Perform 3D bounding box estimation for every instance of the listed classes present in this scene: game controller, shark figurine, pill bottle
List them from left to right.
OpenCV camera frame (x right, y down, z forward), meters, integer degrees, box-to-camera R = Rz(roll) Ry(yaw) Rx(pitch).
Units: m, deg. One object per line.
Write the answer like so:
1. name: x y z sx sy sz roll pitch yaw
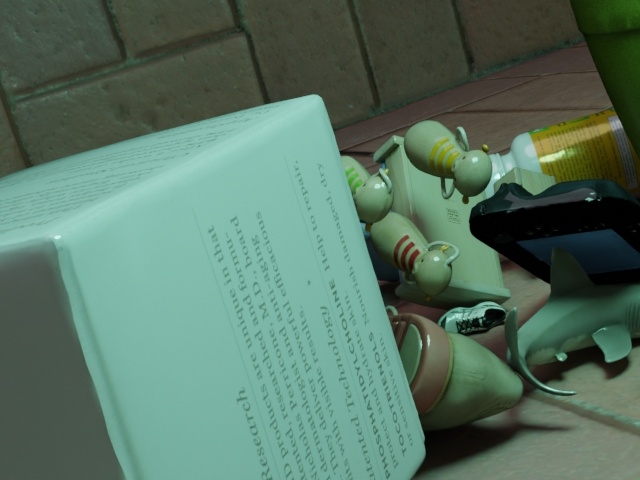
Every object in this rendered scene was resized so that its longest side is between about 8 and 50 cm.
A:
1. shark figurine: 0.234 0.067 1.177 0.278 0.116 0.166 -14 5 -39
2. pill bottle: 0.355 -0.102 1.749 0.245 0.136 0.136 -15 13 7
3. game controller: 0.280 0.002 1.275 0.166 0.067 0.319 1 -12 30

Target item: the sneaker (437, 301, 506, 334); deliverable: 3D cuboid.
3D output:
1. sneaker: 0.174 0.091 1.388 0.083 0.032 0.037 -21 13 -16

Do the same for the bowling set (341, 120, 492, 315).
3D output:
1. bowling set: 0.040 0.002 1.275 0.199 0.287 0.154 7 17 -24

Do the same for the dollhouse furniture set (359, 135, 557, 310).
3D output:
1. dollhouse furniture set: 0.120 0.047 1.564 0.286 0.198 0.303 11 -33 -29

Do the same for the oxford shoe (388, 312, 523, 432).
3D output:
1. oxford shoe: 0.066 0.146 1.193 0.130 0.123 0.348 19 -10 -21

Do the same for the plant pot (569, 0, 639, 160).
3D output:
1. plant pot: 0.508 -0.196 1.459 0.366 0.353 0.366 -16 12 3

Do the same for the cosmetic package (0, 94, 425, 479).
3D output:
1. cosmetic package: -0.165 0.116 0.892 0.329 0.327 0.393 -11 13 26
